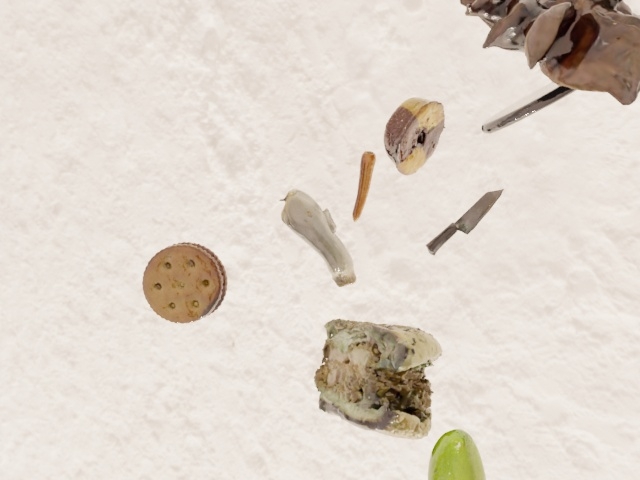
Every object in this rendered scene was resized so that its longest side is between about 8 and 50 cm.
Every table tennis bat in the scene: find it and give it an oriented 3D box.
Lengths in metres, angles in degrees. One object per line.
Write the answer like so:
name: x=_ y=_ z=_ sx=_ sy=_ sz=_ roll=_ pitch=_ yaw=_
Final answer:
table tennis bat: x=0.302 y=-0.198 z=0.589 sx=0.027 sy=0.236 sz=0.150 roll=60 pitch=148 yaw=-6

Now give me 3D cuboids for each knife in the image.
knife: x=0.348 y=-0.045 z=1.078 sx=0.230 sy=0.060 sz=0.028 roll=-43 pitch=126 yaw=-2

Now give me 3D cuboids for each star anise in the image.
star anise: x=0.249 y=-0.220 z=0.446 sx=0.220 sy=0.214 sz=0.099 roll=36 pitch=141 yaw=18

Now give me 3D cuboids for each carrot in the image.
carrot: x=0.106 y=-0.129 z=1.129 sx=0.037 sy=0.037 sz=0.190 roll=17 pitch=117 yaw=18

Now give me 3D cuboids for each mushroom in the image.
mushroom: x=0.001 y=-0.001 z=1.064 sx=0.096 sy=0.099 sz=0.278 roll=-20 pitch=116 yaw=42

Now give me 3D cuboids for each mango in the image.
mango: x=0.168 y=0.291 z=0.563 sx=0.073 sy=0.056 sz=0.108 roll=-13 pitch=57 yaw=46

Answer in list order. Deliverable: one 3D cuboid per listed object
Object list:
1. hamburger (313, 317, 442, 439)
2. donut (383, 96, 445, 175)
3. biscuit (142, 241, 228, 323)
hamburger: x=0.113 y=0.230 z=0.795 sx=0.288 sy=0.192 sz=0.168 roll=-11 pitch=70 yaw=62
donut: x=0.209 y=-0.242 z=1.034 sx=0.073 sy=0.184 sz=0.166 roll=42 pitch=91 yaw=28
biscuit: x=-0.356 y=0.112 z=1.202 sx=0.220 sy=0.066 sz=0.221 roll=0 pitch=98 yaw=3
